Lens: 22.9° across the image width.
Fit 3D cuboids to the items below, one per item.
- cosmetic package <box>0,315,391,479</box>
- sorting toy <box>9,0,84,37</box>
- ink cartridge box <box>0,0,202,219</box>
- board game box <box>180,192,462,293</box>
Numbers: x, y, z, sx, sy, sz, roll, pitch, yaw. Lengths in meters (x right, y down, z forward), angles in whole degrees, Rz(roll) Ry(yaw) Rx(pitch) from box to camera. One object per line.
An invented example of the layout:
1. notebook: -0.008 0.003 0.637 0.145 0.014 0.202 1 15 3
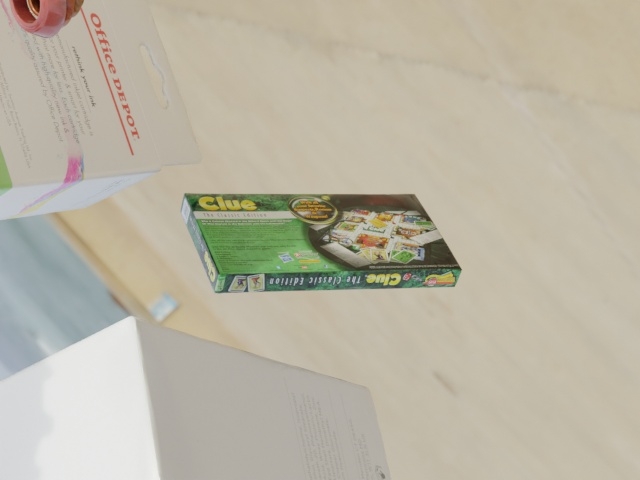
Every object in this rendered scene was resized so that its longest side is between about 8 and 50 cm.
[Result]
1. cosmetic package: -0.108 0.162 0.900 0.225 0.224 0.138 22 -131 -53
2. sorting toy: -0.163 -0.175 0.954 0.061 0.042 0.102 28 122 37
3. ink cartridge box: -0.284 -0.131 1.486 0.353 0.119 0.207 -10 -102 -57
4. board game box: 0.000 0.000 1.592 0.136 0.260 0.030 -115 33 -46
